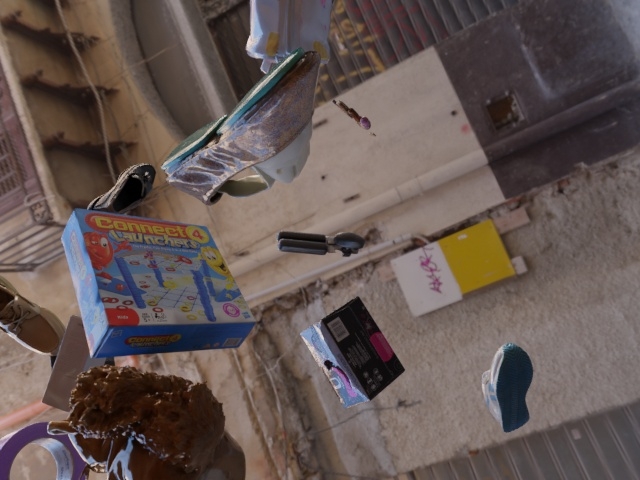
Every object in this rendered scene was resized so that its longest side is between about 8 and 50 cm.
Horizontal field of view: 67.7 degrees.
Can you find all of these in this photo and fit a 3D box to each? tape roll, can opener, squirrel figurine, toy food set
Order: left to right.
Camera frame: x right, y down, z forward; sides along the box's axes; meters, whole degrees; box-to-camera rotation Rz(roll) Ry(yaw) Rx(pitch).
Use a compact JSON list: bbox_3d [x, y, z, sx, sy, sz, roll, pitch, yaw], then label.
[{"bbox_3d":[-0.834,0.682,1.394,0.275,0.090,0.275,43,-147,-36],"label":"tape roll"},{"bbox_3d":[-0.378,0.398,0.997,0.281,0.370,0.398,-30,-46,-50],"label":"squirrel figurine"},{"bbox_3d":[0.000,0.000,1.528,0.074,0.280,0.093,-103,21,-46],"label":"can opener"},{"bbox_3d":[0.081,-0.285,1.089,0.122,0.019,0.078,38,-172,-14],"label":"toy food set"}]

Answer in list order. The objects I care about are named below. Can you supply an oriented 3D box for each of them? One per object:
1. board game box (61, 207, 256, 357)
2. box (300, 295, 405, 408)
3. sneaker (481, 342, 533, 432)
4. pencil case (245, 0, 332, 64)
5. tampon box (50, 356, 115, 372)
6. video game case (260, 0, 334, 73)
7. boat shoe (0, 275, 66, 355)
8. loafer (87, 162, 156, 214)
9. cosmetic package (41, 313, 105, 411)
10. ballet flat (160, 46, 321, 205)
[{"bbox_3d":[-0.327,0.082,0.972,0.308,0.086,0.302,8,-143,-46],"label":"board game box"},{"bbox_3d":[0.085,0.315,1.346,0.163,0.142,0.247,-26,-101,-38],"label":"box"},{"bbox_3d":[0.372,0.290,0.978,0.092,0.087,0.229,-121,16,-56],"label":"sneaker"},{"bbox_3d":[-0.027,-0.352,0.569,0.124,0.113,0.274,-127,39,-55],"label":"pencil case"},{"bbox_3d":[-0.765,0.374,1.539,0.161,0.120,0.102,59,-166,-73],"label":"tampon box"},{"bbox_3d":[-0.042,-0.568,1.230,0.025,0.204,0.285,37,-129,1],"label":"video game case"},{"bbox_3d":[-0.900,0.223,1.404,0.341,0.122,0.110,36,169,1],"label":"boat shoe"},{"bbox_3d":[-0.512,-0.131,1.293,0.096,0.084,0.268,60,-148,-27],"label":"loafer"},{"bbox_3d":[-0.627,0.314,1.252,0.117,0.085,0.231,72,-145,-82],"label":"cosmetic package"},{"bbox_3d":[-0.076,-0.109,0.548,0.106,0.315,0.108,45,-120,-22],"label":"ballet flat"}]
